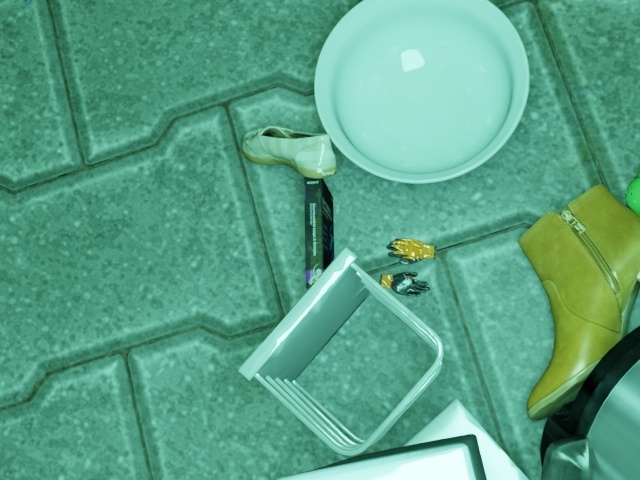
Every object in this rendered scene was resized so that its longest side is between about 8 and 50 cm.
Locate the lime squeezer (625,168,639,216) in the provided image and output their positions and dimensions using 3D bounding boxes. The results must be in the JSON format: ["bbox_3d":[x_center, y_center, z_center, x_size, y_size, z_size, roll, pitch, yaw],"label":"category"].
[{"bbox_3d":[0.487,-0.036,1.257,0.110,0.059,0.310,-15,71,-26],"label":"lime squeezer"}]

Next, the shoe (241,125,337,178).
[{"bbox_3d":[-0.047,-0.140,1.319,0.077,0.058,0.219,-22,26,-30],"label":"shoe"}]

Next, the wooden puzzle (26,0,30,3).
[{"bbox_3d":[-0.450,-0.449,1.545,0.116,0.014,0.078,-23,70,5],"label":"wooden puzzle"}]

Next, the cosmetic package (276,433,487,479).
[{"bbox_3d":[0.097,0.314,0.877,0.162,0.453,0.230,-14,78,8],"label":"cosmetic package"}]

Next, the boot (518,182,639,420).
[{"bbox_3d":[0.335,0.079,1.238,0.295,0.104,0.211,-43,63,3],"label":"boot"}]

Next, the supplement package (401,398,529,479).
[{"bbox_3d":[0.166,0.344,1.170,0.203,0.149,0.194,-41,74,0],"label":"supplement package"}]

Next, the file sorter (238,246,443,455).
[{"bbox_3d":[0.047,0.157,1.176,0.173,0.277,0.193,41,88,12],"label":"file sorter"}]

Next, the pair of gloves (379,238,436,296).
[{"bbox_3d":[0.127,0.039,1.322,0.074,0.010,0.083,9,80,13],"label":"pair of gloves"}]

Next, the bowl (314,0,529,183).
[{"bbox_3d":[0.148,-0.207,1.310,0.298,0.134,0.297,-3,77,11],"label":"bowl"}]

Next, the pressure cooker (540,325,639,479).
[{"bbox_3d":[0.469,0.269,0.995,0.370,0.420,0.375,41,92,-22],"label":"pressure cooker"}]

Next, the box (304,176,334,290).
[{"bbox_3d":[0.000,0.000,1.300,0.029,0.116,0.162,-4,77,8],"label":"box"}]
